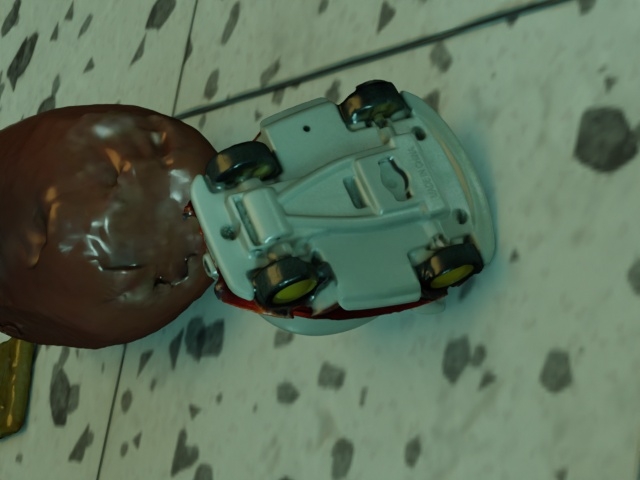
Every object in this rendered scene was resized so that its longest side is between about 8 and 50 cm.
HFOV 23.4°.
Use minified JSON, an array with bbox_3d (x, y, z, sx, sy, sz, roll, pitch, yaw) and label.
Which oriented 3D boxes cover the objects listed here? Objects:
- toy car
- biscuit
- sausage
[{"bbox_3d":[0.000,0.000,0.748,0.112,0.139,0.112,66,154,20],"label":"toy car"},{"bbox_3d":[-0.245,0.114,1.187,0.083,0.018,0.081,-24,54,51],"label":"biscuit"},{"bbox_3d":[-0.156,-0.009,0.977,0.279,0.152,0.152,-7,69,58],"label":"sausage"}]
